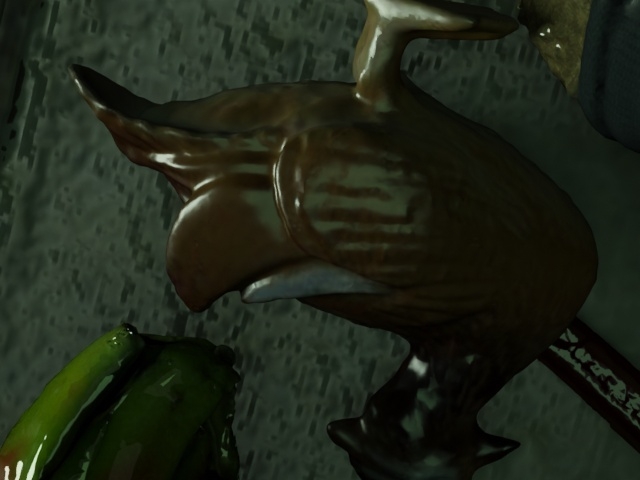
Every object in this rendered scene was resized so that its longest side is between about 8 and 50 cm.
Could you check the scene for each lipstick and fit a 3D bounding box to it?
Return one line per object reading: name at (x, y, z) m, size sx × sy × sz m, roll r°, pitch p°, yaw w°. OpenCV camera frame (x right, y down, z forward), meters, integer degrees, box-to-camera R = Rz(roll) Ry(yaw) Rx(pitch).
lipstick at (0.142, 0.085, 0.493) m, size 0.176 × 0.027 × 0.027 m, roll 42°, pitch 97°, yaw 0°

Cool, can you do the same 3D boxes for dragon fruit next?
dragon fruit at (-0.058, 0.176, 0.452) m, size 0.200 × 0.198 × 0.269 m, roll 36°, pitch 76°, yaw -32°

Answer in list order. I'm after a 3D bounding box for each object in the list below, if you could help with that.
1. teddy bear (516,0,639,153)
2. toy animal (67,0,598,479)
teddy bear at (0.126, -0.077, 0.414) m, size 0.129 × 0.182 × 0.251 m, roll -23°, pitch 73°, yaw 33°
toy animal at (0.000, 0.000, 0.465) m, size 0.188 × 0.089 × 0.179 m, roll 12°, pitch 103°, yaw 2°
